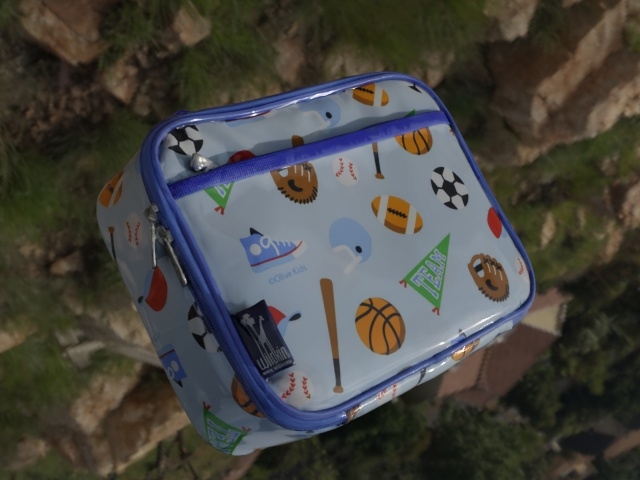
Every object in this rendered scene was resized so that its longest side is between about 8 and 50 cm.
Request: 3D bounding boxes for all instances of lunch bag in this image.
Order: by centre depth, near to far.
[{"bbox_3d":[0.000,0.000,0.703,0.303,0.243,0.115,-18,169,-41],"label":"lunch bag"}]
